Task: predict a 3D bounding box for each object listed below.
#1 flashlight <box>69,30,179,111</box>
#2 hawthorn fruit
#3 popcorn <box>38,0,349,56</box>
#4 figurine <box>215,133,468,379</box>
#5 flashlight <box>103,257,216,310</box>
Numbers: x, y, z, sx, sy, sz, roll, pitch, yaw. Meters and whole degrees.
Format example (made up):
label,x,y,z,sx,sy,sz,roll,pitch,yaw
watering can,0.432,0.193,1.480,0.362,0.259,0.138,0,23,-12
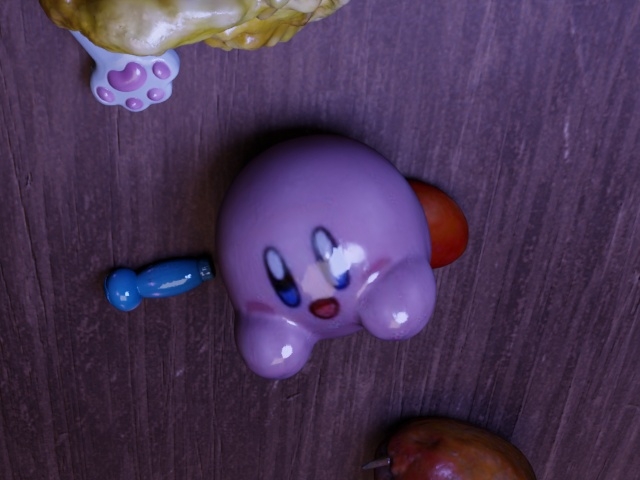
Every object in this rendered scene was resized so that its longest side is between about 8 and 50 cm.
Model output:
label,x,y,z,sx,sy,sz,roll,pitch,yaw
flashlight,-0.209,-0.202,1.103,0.093,0.047,0.200,-20,132,15
hawthorn fruit,0.159,0.327,1.527,0.262,0.210,0.210,37,121,-24
popcorn,-0.070,-0.249,0.880,0.225,0.332,0.265,43,138,-7
figurine,-0.001,-0.007,1.209,0.269,0.261,0.211,-18,105,14
flashlight,-0.186,0.046,1.340,0.129,0.051,0.051,-14,133,7
